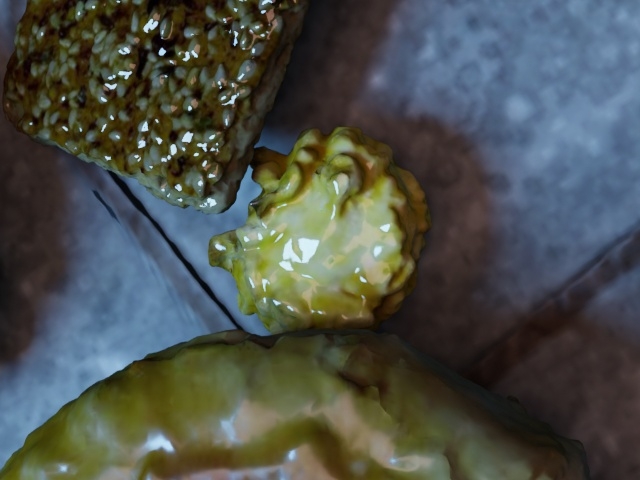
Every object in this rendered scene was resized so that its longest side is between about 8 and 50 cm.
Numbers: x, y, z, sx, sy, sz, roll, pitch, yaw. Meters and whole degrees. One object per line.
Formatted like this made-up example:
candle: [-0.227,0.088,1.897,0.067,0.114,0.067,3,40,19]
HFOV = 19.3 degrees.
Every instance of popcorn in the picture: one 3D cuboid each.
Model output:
popcorn: [0.000,0.000,0.688,0.083,0.057,0.082,-8,93,9]

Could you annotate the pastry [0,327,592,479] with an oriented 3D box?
pastry: [-0.011,0.148,0.651,0.257,0.121,0.235,0,89,11]

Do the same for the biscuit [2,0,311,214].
biscuit: [-0.042,-0.132,0.695,0.131,0.025,0.231,22,92,38]
